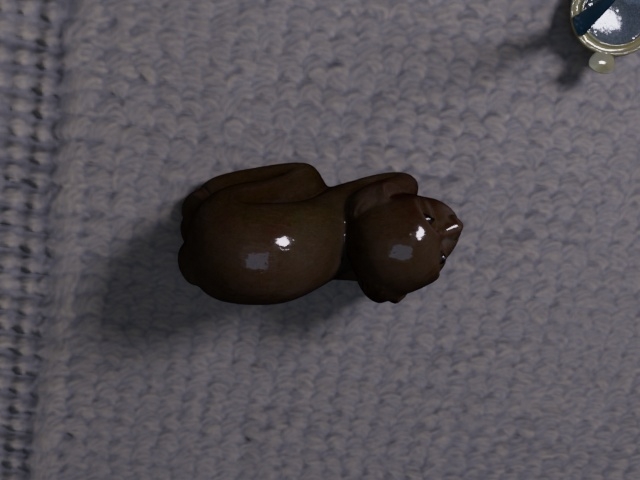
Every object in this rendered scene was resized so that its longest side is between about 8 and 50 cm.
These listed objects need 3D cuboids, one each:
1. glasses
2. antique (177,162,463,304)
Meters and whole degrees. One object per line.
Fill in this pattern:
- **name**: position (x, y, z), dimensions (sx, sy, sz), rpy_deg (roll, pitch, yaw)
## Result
- **glasses**: position (0.301, -0.245, 0.883), dimensions (0.190, 0.220, 0.088), rpy_deg (-20, 72, 5)
- **antique**: position (0.000, 0.000, 0.976), dimensions (0.257, 0.143, 0.121), rpy_deg (3, 109, -7)
